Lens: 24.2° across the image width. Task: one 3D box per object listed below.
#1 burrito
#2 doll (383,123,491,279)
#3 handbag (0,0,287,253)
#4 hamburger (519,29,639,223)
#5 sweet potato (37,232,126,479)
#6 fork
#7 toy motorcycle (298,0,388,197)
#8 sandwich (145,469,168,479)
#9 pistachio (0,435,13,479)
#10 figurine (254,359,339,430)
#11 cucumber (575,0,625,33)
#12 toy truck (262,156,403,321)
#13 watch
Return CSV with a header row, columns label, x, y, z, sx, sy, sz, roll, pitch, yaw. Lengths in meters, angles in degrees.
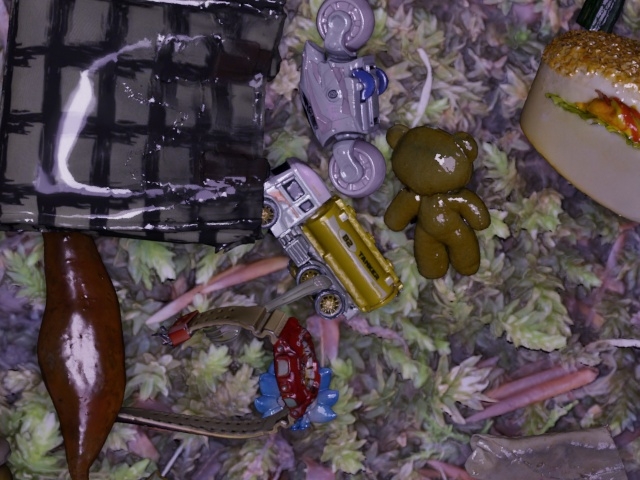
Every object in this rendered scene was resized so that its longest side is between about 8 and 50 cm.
label,x,y,z,sx,sy,sz,roll,pitch,yaw
burrito,0.303,0.285,1.967,0.225,0.060,0.087,1,104,-9
doll,0.152,-0.052,1.891,0.137,0.097,0.210,4,118,23
handbag,-0.213,-0.155,1.746,0.326,0.162,0.325,5,88,-2
hamburger,0.383,-0.145,1.796,0.276,0.294,0.179,23,112,-19
sweet potato,-0.295,0.122,1.836,0.112,0.112,0.359,-2,80,-7
fork,-0.068,0.087,1.838,0.219,0.028,0.034,-23,101,34
toy motorcycle,0.026,-0.179,1.846,0.112,0.112,0.254,-5,99,-7
sandwich,-0.170,0.419,1.900,0.220,0.108,0.186,42,92,-10
pistachio,-0.502,0.322,1.796,0.288,0.197,0.166,-23,106,-15
figurine,-0.031,0.185,1.896,0.114,0.079,0.114,0,102,-2
cucumber,0.364,-0.307,1.888,0.048,0.048,0.105,23,93,-11
toy truck,0.000,0.000,1.862,0.114,0.098,0.227,-36,103,0
watch,-0.134,0.162,1.835,0.268,0.102,0.165,2,111,13
